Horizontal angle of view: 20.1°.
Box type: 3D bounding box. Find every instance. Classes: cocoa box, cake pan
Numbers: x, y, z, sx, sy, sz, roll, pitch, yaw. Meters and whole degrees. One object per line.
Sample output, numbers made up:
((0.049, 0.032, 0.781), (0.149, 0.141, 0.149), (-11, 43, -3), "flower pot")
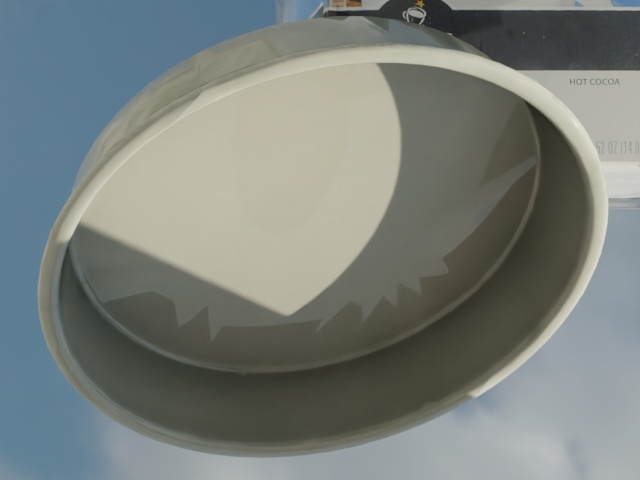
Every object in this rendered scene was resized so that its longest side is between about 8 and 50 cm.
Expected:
((0.152, -0.142, 1.185), (0.231, 0.347, 0.227), (147, -58, -80), "cocoa box")
((0.000, 0.000, 0.927), (0.293, 0.293, 0.054), (-60, -148, 36), "cake pan")
